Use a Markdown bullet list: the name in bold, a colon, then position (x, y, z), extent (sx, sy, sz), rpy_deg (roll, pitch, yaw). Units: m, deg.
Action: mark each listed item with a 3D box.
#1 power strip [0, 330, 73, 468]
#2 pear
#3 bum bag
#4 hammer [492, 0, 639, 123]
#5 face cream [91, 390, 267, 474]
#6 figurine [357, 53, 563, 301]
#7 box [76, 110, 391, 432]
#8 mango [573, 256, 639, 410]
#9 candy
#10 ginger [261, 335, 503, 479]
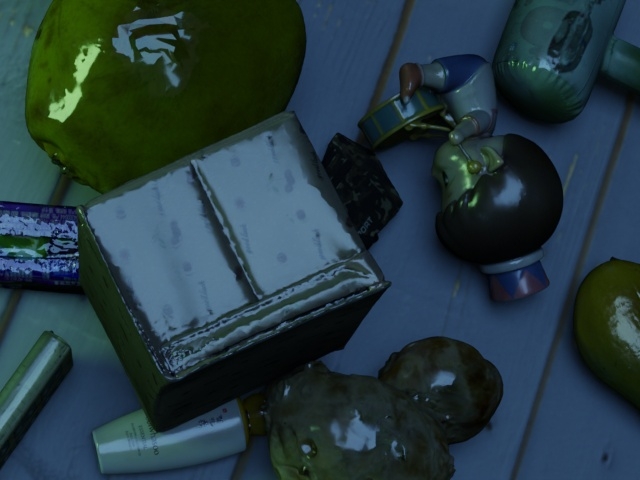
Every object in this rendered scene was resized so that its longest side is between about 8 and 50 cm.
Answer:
- **power strip**: position (-0.329, 0.206, 1.701), extent (0.034, 0.092, 0.268), rpy_deg (32, 71, 4)
- **pear**: position (-0.161, -0.181, 1.766), extent (0.321, 0.269, 0.269), rpy_deg (-39, 83, -23)
- **bum bag**: position (0.001, 0.000, 1.830), extent (0.102, 0.069, 0.248), rpy_deg (27, 69, 16)
- **hammer**: position (0.363, -0.186, 1.933), extent (0.335, 0.119, 0.206), rpy_deg (27, 71, -8)
- **face cream**: position (-0.141, 0.196, 1.757), extent (0.182, 0.051, 0.072), rpy_deg (-11, 75, -13)
- **figurine**: position (0.166, -0.066, 1.841), extent (0.158, 0.161, 0.275), rpy_deg (-32, 79, 7)
- **box**: position (-0.094, 0.038, 1.625), extent (0.225, 0.297, 0.190), rpy_deg (-25, 79, -13)
- **mango**: position (0.370, 0.122, 1.847), extent (0.237, 0.091, 0.137), rpy_deg (42, 77, -2)
- **candy**: position (-0.334, 0.003, 1.777), extent (0.312, 0.061, 0.088), rpy_deg (5, 74, -7)
- **ginger**: position (0.059, 0.271, 1.707), extent (0.256, 0.176, 0.375), rpy_deg (13, 72, -26)
